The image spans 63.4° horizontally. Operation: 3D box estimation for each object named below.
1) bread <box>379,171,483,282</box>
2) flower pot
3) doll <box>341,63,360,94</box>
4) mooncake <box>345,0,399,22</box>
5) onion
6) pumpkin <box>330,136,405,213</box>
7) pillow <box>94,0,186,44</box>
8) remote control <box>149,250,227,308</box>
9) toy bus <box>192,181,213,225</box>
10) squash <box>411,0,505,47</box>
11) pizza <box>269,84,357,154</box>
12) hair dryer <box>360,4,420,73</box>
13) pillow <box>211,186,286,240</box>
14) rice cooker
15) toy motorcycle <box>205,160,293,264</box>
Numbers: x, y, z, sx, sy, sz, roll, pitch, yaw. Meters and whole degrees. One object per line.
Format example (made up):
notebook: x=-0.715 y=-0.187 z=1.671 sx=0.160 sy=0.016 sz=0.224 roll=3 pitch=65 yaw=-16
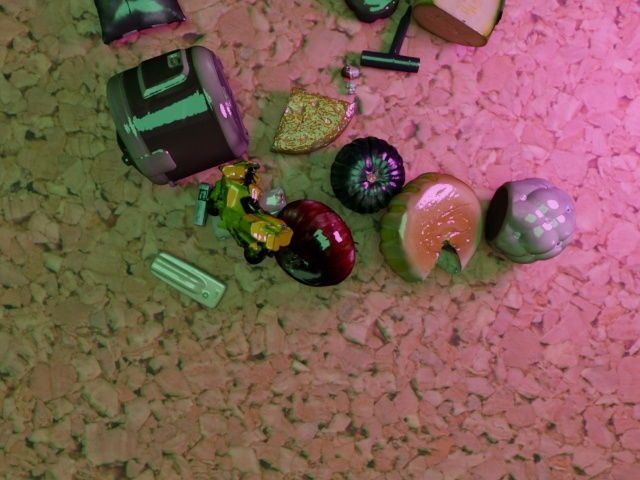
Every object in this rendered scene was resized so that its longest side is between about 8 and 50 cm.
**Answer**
bread: x=0.304 y=-0.042 z=1.457 sx=0.333 sy=0.160 sz=0.332 roll=-4 pitch=98 yaw=-29
flower pot: x=0.586 y=-0.055 z=1.455 sx=0.195 sy=0.246 sz=0.245 roll=12 pitch=93 yaw=0
doll: x=0.085 y=-0.473 z=1.525 sx=0.058 sy=0.040 sz=0.085 roll=12 pitch=92 yaw=-12
mooncake: x=0.152 y=-0.714 z=1.480 sx=0.175 sy=0.104 sz=0.168 roll=-3 pitch=96 yaw=2
onion: x=0.000 y=0.000 z=1.458 sx=0.285 sy=0.273 sz=0.272 roll=-26 pitch=94 yaw=-33
pumpkin: x=0.135 y=-0.185 z=1.478 sx=0.221 sy=0.162 sz=0.220 roll=-1 pitch=104 yaw=-3
pillow: x=-0.522 y=-0.676 z=1.471 sx=0.250 sy=0.106 sz=0.185 roll=-18 pitch=86 yaw=-2
remote control: x=-0.395 y=0.115 z=1.542 sx=0.230 sy=0.049 sz=0.090 roll=30 pitch=95 yaw=-4
toy bus: x=-0.349 y=-0.107 z=1.530 sx=0.037 sy=0.052 sz=0.130 roll=11 pitch=93 yaw=1
squash: x=0.413 y=-0.729 z=1.432 sx=0.234 sy=0.210 sz=0.308 roll=25 pitch=97 yaw=-16
pizza: x=-0.037 y=-0.358 z=1.518 sx=0.292 sy=0.058 sz=0.197 roll=-31 pitch=92 yaw=-1
hair dryer: x=0.212 y=-0.597 z=1.518 sx=0.173 sy=0.050 sz=0.194 roll=6 pitch=89 yaw=-2
pillow: x=-0.211 y=-0.078 z=1.534 sx=0.230 sy=0.051 sz=0.128 roll=-11 pitch=101 yaw=1
rice cooker: x=-0.389 y=-0.332 z=1.388 sx=0.326 sy=0.335 sz=0.334 roll=-20 pitch=93 yaw=1
toy motorcycle: x=-0.197 y=-0.092 z=1.382 sx=0.142 sy=0.342 sz=0.206 roll=3 pitch=122 yaw=-41
